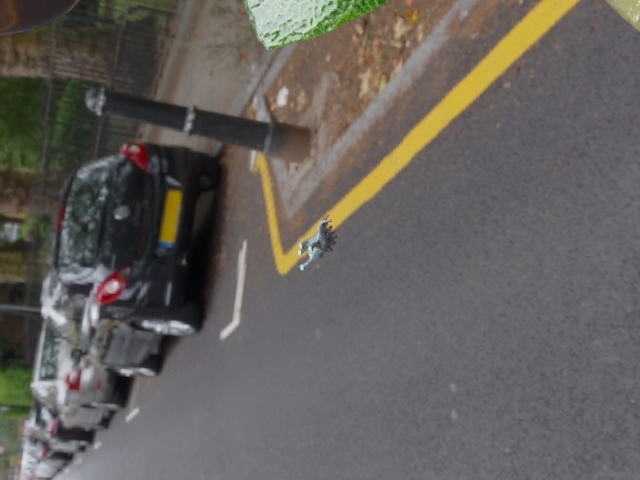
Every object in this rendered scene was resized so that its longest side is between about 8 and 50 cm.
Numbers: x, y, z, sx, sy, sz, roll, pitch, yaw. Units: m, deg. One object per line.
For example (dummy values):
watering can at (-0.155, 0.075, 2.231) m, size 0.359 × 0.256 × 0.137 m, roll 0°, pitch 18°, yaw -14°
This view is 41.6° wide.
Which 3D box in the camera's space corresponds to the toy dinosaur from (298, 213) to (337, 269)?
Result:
toy dinosaur at (-0.001, -0.002, 1.743) m, size 0.039 × 0.082 × 0.209 m, roll 54°, pitch 155°, yaw 17°

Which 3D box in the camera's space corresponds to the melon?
melon at (0.044, -0.509, 1.465) m, size 0.344 × 0.226 × 0.331 m, roll -14°, pitch 68°, yaw 35°

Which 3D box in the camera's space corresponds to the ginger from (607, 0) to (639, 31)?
ginger at (0.313, -0.327, 0.882) m, size 0.116 × 0.263 × 0.109 m, roll -44°, pitch 11°, yaw -6°

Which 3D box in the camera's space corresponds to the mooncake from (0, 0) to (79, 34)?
mooncake at (-0.485, -0.448, 1.195) m, size 0.174 × 0.326 × 0.333 m, roll 120°, pitch 171°, yaw -58°
